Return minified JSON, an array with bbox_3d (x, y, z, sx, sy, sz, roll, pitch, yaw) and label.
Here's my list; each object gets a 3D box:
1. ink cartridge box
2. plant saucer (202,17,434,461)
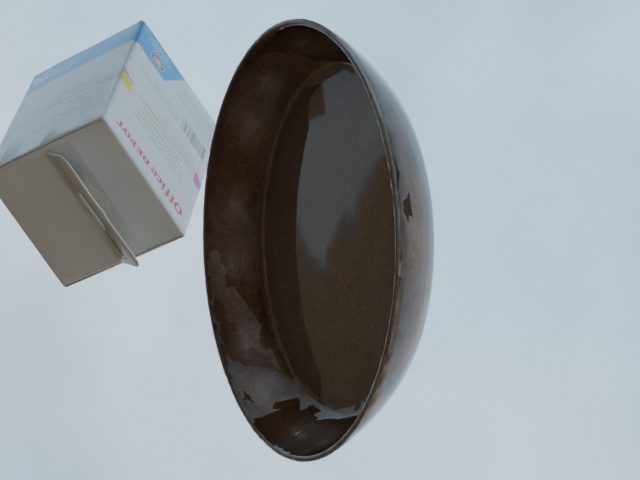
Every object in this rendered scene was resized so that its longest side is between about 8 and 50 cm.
[{"bbox_3d":[-0.132,-0.049,1.190,0.090,0.143,0.092,-23,-64,22],"label":"ink cartridge box"},{"bbox_3d":[0.000,0.000,0.754,0.168,0.029,0.168,0,-90,63],"label":"plant saucer"}]
